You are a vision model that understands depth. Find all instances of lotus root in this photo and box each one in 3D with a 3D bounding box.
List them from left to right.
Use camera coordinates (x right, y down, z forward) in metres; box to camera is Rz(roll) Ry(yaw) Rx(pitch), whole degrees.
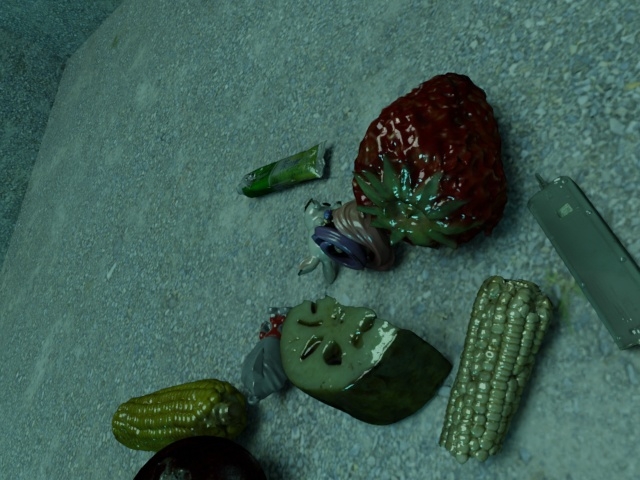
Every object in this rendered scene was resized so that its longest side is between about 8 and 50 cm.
[{"bbox_3d":[0.043,0.161,0.819,0.235,0.119,0.138,4,68,49],"label":"lotus root"}]

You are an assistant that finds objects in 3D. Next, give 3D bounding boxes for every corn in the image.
[{"bbox_3d":[-0.255,0.314,1.084,0.363,0.120,0.120,-19,57,44],"label":"corn"},{"bbox_3d":[0.196,0.144,0.689,0.087,0.087,0.211,17,90,52],"label":"corn"}]

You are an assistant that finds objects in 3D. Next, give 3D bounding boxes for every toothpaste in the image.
[{"bbox_3d":[-0.078,-0.126,1.179,0.248,0.047,0.078,-13,63,43],"label":"toothpaste"}]

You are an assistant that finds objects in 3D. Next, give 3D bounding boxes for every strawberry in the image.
[{"bbox_3d":[0.158,-0.120,0.802,0.205,0.205,0.244,-3,46,48],"label":"strawberry"}]

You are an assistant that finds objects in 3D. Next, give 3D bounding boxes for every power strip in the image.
[{"bbox_3d":[0.298,0.012,0.679,0.060,0.027,0.252,-43,43,27],"label":"power strip"}]

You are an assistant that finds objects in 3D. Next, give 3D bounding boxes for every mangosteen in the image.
[{"bbox_3d":[-0.197,0.389,0.854,0.235,0.261,0.235,-17,61,33],"label":"mangosteen"}]

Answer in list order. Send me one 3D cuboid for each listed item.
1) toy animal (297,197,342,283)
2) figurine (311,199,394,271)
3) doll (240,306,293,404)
[{"bbox_3d":[0.004,-0.004,0.991,0.085,0.071,0.124,-45,39,34],"label":"toy animal"},{"bbox_3d":[0.072,-0.025,0.898,0.157,0.126,0.114,-46,14,2],"label":"figurine"},{"bbox_3d":[-0.081,0.183,0.993,0.094,0.079,0.180,-2,52,23],"label":"doll"}]
